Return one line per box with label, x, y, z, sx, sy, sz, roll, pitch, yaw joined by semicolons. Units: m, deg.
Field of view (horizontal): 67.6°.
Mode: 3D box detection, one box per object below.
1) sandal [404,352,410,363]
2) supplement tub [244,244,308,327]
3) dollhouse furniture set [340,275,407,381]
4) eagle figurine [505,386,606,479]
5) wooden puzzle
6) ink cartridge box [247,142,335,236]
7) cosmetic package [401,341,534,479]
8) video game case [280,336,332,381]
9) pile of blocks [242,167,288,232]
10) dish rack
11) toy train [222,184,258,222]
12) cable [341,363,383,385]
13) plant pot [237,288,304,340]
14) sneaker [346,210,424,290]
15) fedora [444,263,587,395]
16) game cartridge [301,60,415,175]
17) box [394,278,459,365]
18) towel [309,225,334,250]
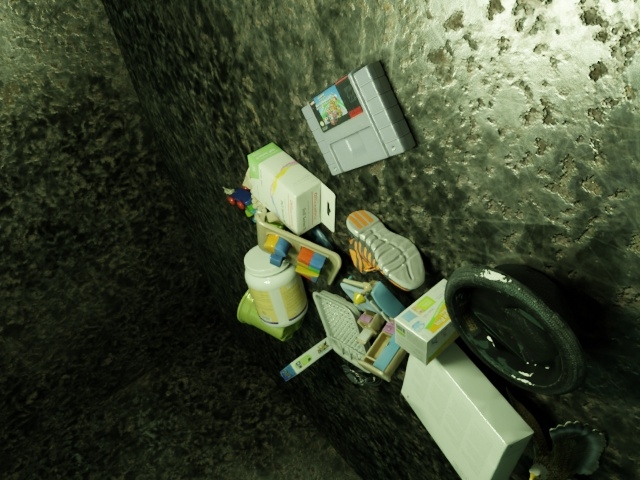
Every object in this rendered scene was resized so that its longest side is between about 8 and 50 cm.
sandal;0.357;0.416;1.581;0.219;0.090;0.060;43;174;15
supplement tub;-0.198;0.196;2.131;0.241;0.241;0.331;31;143;45
dollhouse furniture set;0.125;0.263;1.565;0.303;0.198;0.286;48;161;-26
eagle figurine;0.583;0.546;1.226;0.226;0.225;0.298;4;95;13
wooden puzzle;-0.100;0.060;1.788;0.347;0.080;0.322;28;162;3
ink cartridge box;-0.104;-0.163;1.700;0.353;0.119;0.207;41;151;30
cosmetic package;0.377;0.464;1.317;0.377;0.097;0.284;-127;33;-45
video game case;-0.059;0.562;2.282;0.061;0.244;0.269;55;154;10
pile of blocks;-0.203;-0.139;1.959;0.112;0.149;0.362;-60;-42;-70
dish rack;0.107;0.358;1.956;0.285;0.072;0.333;19;135;54
toy train;-0.347;-0.170;2.174;0.248;0.105;0.143;25;153;49
cable;0.173;0.546;1.980;0.184;0.150;0.047;16;101;59
plant pot;-0.229;0.359;2.386;0.254;0.276;0.276;32;146;24
sneaker;0.194;0.060;1.437;0.321;0.124;0.180;53;161;37
fedora;0.439;0.164;1.041;0.334;0.152;0.334;39;150;28
game cartridge;0.082;-0.310;1.277;0.230;0.068;0.355;60;155;-12
box;0.308;0.214;1.277;0.114;0.203;0.103;34;146;39
towel;0.000;0.000;1.800;0.119;0.029;0.067;54;155;10
